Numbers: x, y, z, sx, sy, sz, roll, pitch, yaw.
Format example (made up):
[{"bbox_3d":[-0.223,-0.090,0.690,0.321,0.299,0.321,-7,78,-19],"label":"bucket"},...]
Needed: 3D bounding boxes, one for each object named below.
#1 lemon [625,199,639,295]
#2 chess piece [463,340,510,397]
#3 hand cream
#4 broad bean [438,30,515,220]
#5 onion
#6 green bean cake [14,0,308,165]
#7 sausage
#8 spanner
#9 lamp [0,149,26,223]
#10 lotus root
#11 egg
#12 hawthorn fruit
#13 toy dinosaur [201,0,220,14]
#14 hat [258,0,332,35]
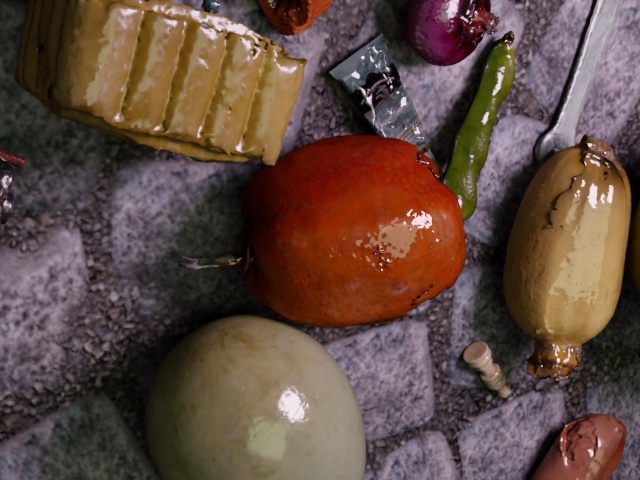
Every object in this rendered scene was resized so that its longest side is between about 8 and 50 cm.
[{"bbox_3d":[0.572,-0.009,1.135,0.350,0.350,0.387,35,92,-27],"label":"lemon"},{"bbox_3d":[0.223,0.174,1.197,0.035,0.035,0.092,-43,119,-9],"label":"chess piece"},{"bbox_3d":[0.094,-0.110,1.065,0.075,0.052,0.248,-44,113,-34],"label":"hand cream"},{"bbox_3d":[0.183,-0.126,1.070,0.052,0.053,0.256,22,76,-6],"label":"broad bean"},{"bbox_3d":[0.149,-0.248,1.017,0.115,0.104,0.115,-42,143,-42],"label":"onion"},{"bbox_3d":[-0.150,-0.151,0.839,0.229,0.224,0.131,13,97,-30],"label":"green bean cake"},{"bbox_3d":[0.287,0.417,1.252,0.094,0.094,0.419,32,88,-1],"label":"sausage"},{"bbox_3d":[0.339,-0.232,1.155,0.071,0.017,0.302,17,95,-26],"label":"spanner"},{"bbox_3d":[-0.402,-0.063,0.807,0.253,0.118,0.118,19,94,-28],"label":"lamp"},{"bbox_3d":[0.306,0.019,1.140,0.146,0.131,0.303,7,100,-3],"label":"lotus root"},{"bbox_3d":[-0.059,0.213,0.975,0.218,0.218,0.295,-36,125,-12],"label":"egg"},{"bbox_3d":[0.000,0.000,0.963,0.299,0.211,0.211,-15,109,-9],"label":"hawthorn fruit"},{"bbox_3d":[-0.106,-0.304,0.914,0.055,0.049,0.154,-15,115,-64],"label":"toy dinosaur"},{"bbox_3d":[0.004,-0.301,0.959,0.162,0.093,0.112,-46,128,-28],"label":"hat"}]
